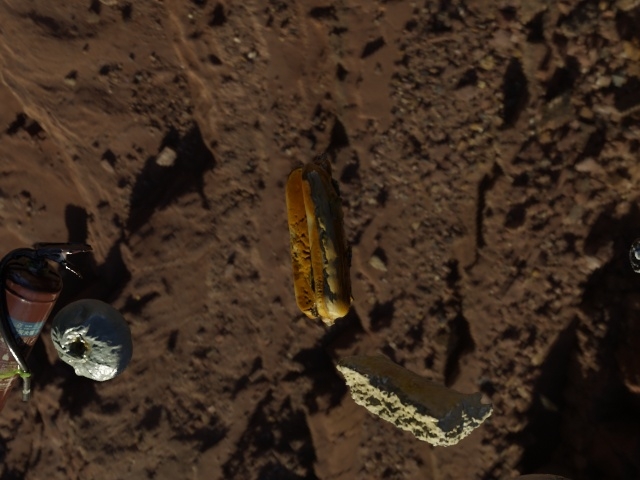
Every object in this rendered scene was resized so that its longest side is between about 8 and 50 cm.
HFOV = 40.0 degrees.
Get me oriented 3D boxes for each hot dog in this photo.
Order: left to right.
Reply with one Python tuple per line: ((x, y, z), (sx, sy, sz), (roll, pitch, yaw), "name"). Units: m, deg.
((0.000, 0.000, 1.353), (0.072, 0.109, 0.269), (-6, 94, -34), "hot dog")

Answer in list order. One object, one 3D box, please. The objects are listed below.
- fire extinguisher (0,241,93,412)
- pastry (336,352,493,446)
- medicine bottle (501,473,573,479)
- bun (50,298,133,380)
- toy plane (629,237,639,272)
((-0.458, 0.137, 1.322), (0.141, 0.105, 0.341), (19, 111, -37), "fire extinguisher")
((0.140, 0.255, 1.439), (0.121, 0.258, 0.089), (1, 102, -49), "pastry")
((0.187, 0.320, 0.694), (0.114, 0.252, 0.114), (-3, 139, -3), "medicine bottle")
((-0.217, 0.094, 0.828), (0.045, 0.083, 0.083), (-30, 135, -63), "bun")
((0.398, 0.050, 0.927), (0.182, 0.107, 0.273), (-15, 96, -17), "toy plane")
